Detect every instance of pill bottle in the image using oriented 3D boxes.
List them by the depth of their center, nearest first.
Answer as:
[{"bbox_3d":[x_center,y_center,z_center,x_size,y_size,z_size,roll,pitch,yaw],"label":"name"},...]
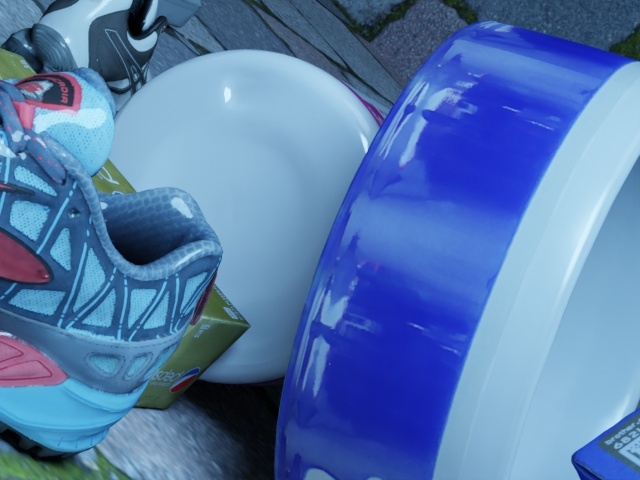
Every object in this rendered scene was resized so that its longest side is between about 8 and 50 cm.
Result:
[{"bbox_3d":[0.000,0.000,1.055,0.160,0.160,0.283,48,10,16],"label":"pill bottle"}]

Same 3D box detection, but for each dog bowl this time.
[{"bbox_3d":[0.084,0.037,0.913,0.104,0.265,0.265,21,1,19],"label":"dog bowl"}]

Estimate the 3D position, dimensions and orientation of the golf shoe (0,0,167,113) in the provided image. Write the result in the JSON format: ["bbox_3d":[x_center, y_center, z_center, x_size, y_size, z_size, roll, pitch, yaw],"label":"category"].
[{"bbox_3d":[-0.126,-0.122,1.247,0.077,0.094,0.198,45,8,2],"label":"golf shoe"}]

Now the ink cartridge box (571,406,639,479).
[{"bbox_3d":[0.292,0.159,0.904,0.395,0.270,0.151,65,-14,-23],"label":"ink cartridge box"}]

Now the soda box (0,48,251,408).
[{"bbox_3d":[-0.116,-0.009,0.905,0.181,0.058,0.061,48,10,18],"label":"soda box"}]

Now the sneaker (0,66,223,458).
[{"bbox_3d":[-0.135,-0.027,0.695,0.262,0.125,0.104,36,13,-47],"label":"sneaker"}]

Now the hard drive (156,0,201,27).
[{"bbox_3d":[-0.219,-0.274,1.660,0.203,0.040,0.307,47,10,9],"label":"hard drive"}]
